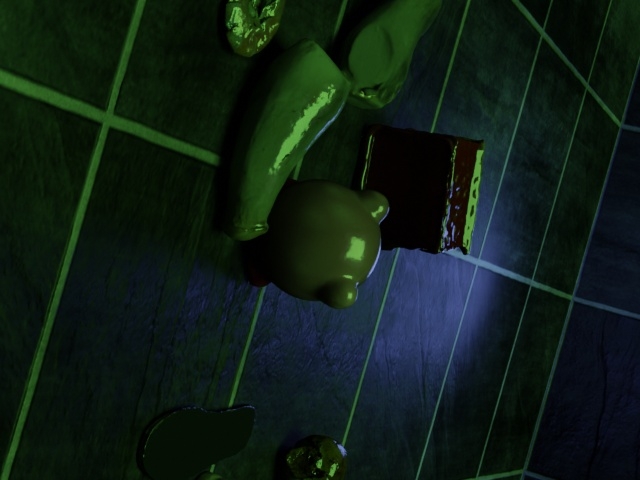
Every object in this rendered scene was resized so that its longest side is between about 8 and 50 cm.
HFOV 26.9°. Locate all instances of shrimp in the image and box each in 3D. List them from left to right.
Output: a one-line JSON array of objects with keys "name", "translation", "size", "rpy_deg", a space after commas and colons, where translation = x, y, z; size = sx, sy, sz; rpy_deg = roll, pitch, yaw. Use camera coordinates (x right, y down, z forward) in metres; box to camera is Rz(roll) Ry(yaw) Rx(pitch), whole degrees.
[{"name": "shrimp", "translation": [-0.066, -0.310, 1.616], "size": [0.101, 0.042, 0.190], "rpy_deg": [42, 67, -57]}]

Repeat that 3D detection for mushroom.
[{"name": "mushroom", "translation": [-0.058, -0.129, 1.690], "size": [0.270, 0.103, 0.118], "rpy_deg": [-60, 149, -8]}, {"name": "mushroom", "translation": [0.106, -0.301, 1.949], "size": [0.109, 0.097, 0.351], "rpy_deg": [84, 29, -42]}]

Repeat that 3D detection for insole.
[{"name": "insole", "translation": [-0.162, 0.266, 1.800], "size": [0.309, 0.012, 0.110], "rpy_deg": [-3, 107, -66]}]

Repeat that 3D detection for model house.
[{"name": "model house", "translation": [0.179, -0.078, 2.139], "size": [0.254, 0.160, 0.196], "rpy_deg": [-3, 101, -60]}]

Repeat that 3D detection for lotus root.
[{"name": "lotus root", "translation": [0.002, 0.362, 2.141], "size": [0.108, 0.094, 0.191], "rpy_deg": [-40, 163, 7]}]

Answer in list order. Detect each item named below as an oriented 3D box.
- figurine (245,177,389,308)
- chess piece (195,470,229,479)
[{"name": "figurine", "translation": [0.000, 0.000, 1.800], "size": [0.173, 0.173, 0.173], "rpy_deg": [-46, 144, -48]}, {"name": "chess piece", "translation": [-0.081, 0.385, 1.817], "size": [0.090, 0.200, 0.090], "rpy_deg": [-45, 142, -50]}]
